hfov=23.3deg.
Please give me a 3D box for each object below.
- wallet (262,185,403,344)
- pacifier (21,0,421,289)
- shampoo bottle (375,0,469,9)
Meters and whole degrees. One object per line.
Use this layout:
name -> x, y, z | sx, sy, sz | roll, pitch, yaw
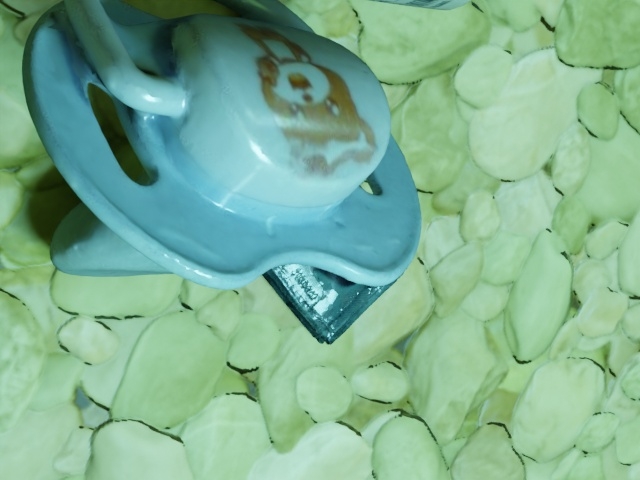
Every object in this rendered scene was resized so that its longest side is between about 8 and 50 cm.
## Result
wallet -> 0.000, 0.000, 1.021 | 0.088, 0.026, 0.129 | -44, 121, -9
pacifier -> -0.077, -0.043, 0.906 | 0.279, 0.227, 0.207 | 1, 141, -47
shampoo bottle -> -0.014, -0.192, 0.900 | 0.256, 0.127, 0.078 | 6, 74, -38
